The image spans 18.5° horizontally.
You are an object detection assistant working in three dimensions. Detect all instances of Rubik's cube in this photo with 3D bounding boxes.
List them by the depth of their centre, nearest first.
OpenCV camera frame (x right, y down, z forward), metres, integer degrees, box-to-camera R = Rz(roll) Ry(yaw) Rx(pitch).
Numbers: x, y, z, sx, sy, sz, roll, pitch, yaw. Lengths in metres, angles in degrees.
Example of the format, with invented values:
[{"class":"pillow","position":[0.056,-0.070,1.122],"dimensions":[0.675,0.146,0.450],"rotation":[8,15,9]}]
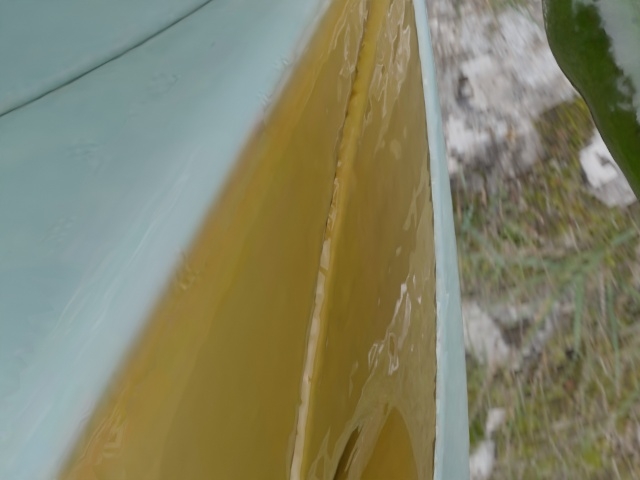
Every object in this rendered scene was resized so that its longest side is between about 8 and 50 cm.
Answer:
[{"class":"Rubik's cube","position":[-0.152,0.097,0.624],"dimensions":[0.351,0.347,0.352],"rotation":[2,126,18]}]

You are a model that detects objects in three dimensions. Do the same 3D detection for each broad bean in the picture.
[{"class":"broad bean","position":[0.127,-0.072,0.816],"dimensions":[0.052,0.053,0.256],"rotation":[-26,78,24]}]
